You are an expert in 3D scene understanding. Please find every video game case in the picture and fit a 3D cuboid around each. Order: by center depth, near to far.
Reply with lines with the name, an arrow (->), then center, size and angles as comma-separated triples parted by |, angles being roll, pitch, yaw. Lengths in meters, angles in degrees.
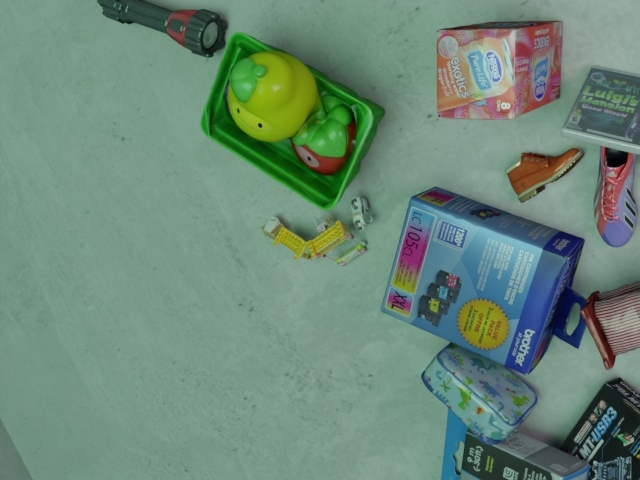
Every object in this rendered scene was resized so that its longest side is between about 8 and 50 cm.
video game case -> 0.546, -0.229, 1.604 | 0.190, 0.173, 0.022 | 18, 149, 24

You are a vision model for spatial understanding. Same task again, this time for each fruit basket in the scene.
fruit basket -> -0.081, -0.254, 1.827 | 0.392, 0.392, 0.283 | 33, 118, 18

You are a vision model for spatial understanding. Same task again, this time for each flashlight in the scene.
flashlight -> -0.360, -0.507, 2.073 | 0.304, 0.103, 0.103 | 24, 149, 26

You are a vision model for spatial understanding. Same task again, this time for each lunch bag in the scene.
lunch bag -> 0.330, 0.305, 1.868 | 0.219, 0.176, 0.090 | 41, 125, 16

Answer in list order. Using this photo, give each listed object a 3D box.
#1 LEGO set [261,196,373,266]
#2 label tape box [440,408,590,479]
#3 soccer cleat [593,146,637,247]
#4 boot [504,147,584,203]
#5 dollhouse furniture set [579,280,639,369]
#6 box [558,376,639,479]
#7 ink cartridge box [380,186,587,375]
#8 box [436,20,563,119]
LEGO set -> 0.000, 0.000, 2.032 | 0.287, 0.107, 0.132 | -13, 63, 36
label tape box -> 0.366, 0.522, 1.891 | 0.348, 0.115, 0.249 | 18, 109, 41
soccer cleat -> 0.544, -0.104, 1.673 | 0.083, 0.095, 0.248 | 10, 107, 30
boot -> 0.430, -0.146, 1.750 | 0.158, 0.059, 0.084 | -35, 81, 33
dollhouse furniture set -> 0.634, 0.234, 1.580 | 0.201, 0.152, 0.374 | -26, 91, 27
box -> 0.607, 0.474, 1.769 | 0.293, 0.073, 0.295 | 44, 122, 36
ink cartridge box -> 0.348, 0.084, 1.811 | 0.395, 0.151, 0.270 | 21, 114, 21
box -> 0.325, -0.309, 1.616 | 0.142, 0.300, 0.154 | 7, 107, 28
